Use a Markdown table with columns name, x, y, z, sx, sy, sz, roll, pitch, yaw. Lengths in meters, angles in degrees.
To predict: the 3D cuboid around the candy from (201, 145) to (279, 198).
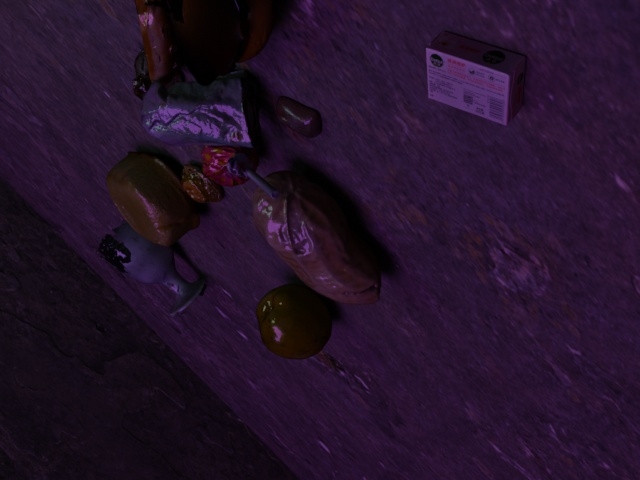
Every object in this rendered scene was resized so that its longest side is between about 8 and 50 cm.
| name | x | y | z | sx | sy | sz | roll | pitch | yaw |
| --- | --- | --- | --- | --- | --- | --- | --- | --- | --- |
| candy | -0.140 | -0.131 | 1.376 | 0.124 | 0.124 | 0.365 | 57 | 174 | -28 |

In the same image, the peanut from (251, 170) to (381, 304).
| name | x | y | z | sx | sy | sz | roll | pitch | yaw |
| --- | --- | --- | --- | --- | --- | --- | --- | --- | --- |
| peanut | -0.004 | 0.000 | 1.469 | 0.174 | 0.158 | 0.340 | -20 | 124 | 29 |

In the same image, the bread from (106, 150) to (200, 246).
| name | x | y | z | sx | sy | sz | roll | pitch | yaw |
| --- | --- | --- | --- | --- | --- | --- | --- | --- | --- |
| bread | -0.438 | -0.113 | 1.902 | 0.270 | 0.148 | 0.269 | 35 | 151 | 22 |

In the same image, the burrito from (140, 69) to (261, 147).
| name | x | y | z | sx | sy | sz | roll | pitch | yaw |
| --- | --- | --- | --- | --- | --- | --- | --- | --- | --- |
| burrito | -0.227 | -0.236 | 1.359 | 0.229 | 0.089 | 0.143 | -2 | 104 | 16 |

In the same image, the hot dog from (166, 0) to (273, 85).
| name | x | y | z | sx | sy | sz | roll | pitch | yaw |
| --- | --- | --- | --- | --- | --- | --- | --- | --- | --- |
| hot dog | -0.150 | -0.372 | 1.149 | 0.194 | 0.107 | 0.326 | 61 | 159 | -16 |

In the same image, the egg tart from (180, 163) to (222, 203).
| name | x | y | z | sx | sy | sz | roll | pitch | yaw |
| --- | --- | --- | --- | --- | --- | --- | --- | --- | --- |
| egg tart | -0.299 | -0.133 | 1.785 | 0.130 | 0.052 | 0.130 | 33 | 156 | 17 |

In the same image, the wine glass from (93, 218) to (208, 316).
| name | x | y | z | sx | sy | sz | roll | pitch | yaw |
| --- | --- | --- | --- | --- | --- | --- | --- | --- | --- |
| wine glass | -0.523 | 0.067 | 2.267 | 0.357 | 0.190 | 0.190 | 45 | 155 | -18 |

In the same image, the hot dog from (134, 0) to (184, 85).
| name | x | y | z | sx | sy | sz | roll | pitch | yaw |
| --- | --- | --- | --- | --- | --- | --- | --- | --- | --- |
| hot dog | -0.296 | -0.377 | 1.346 | 0.269 | 0.072 | 0.109 | 104 | 156 | -70 |

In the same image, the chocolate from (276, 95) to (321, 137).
| name | x | y | z | sx | sy | sz | roll | pitch | yaw |
| --- | --- | --- | --- | --- | --- | --- | --- | --- | --- |
| chocolate | -0.046 | -0.221 | 1.315 | 0.101 | 0.031 | 0.064 | 32 | 148 | 23 |

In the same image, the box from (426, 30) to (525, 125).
| name | x | y | z | sx | sy | sz | roll | pitch | yaw |
| --- | --- | --- | --- | --- | --- | --- | --- | --- | --- |
| box | 0.203 | -0.214 | 0.959 | 0.125 | 0.043 | 0.089 | 28 | 151 | 28 |

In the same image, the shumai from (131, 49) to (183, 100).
| name | x | y | z | sx | sy | sz | roll | pitch | yaw |
| --- | --- | --- | --- | --- | --- | --- | --- | --- | --- |
| shumai | -0.353 | -0.332 | 1.507 | 0.124 | 0.087 | 0.099 | 20 | 148 | 40 |

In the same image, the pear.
| name | x | y | z | sx | sy | sz | roll | pitch | yaw |
| --- | --- | --- | --- | --- | --- | --- | --- | --- | --- |
| pear | -0.065 | 0.207 | 1.842 | 0.200 | 0.200 | 0.200 | 33 | 153 | 19 |
